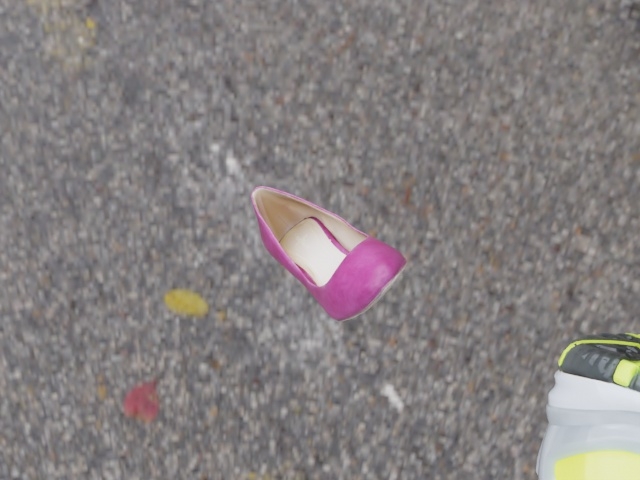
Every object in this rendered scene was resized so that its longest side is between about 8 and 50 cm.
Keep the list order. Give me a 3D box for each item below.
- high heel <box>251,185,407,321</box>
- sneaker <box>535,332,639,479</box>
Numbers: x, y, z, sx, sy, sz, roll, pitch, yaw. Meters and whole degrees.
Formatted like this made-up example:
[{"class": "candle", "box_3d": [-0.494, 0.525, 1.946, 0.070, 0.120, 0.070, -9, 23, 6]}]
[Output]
[{"class": "high heel", "box_3d": [0.000, 0.000, 1.351, 0.082, 0.244, 0.117, -44, 102, -2]}, {"class": "sneaker", "box_3d": [0.303, 0.172, 0.829, 0.385, 0.145, 0.147, 19, 101, 19]}]
